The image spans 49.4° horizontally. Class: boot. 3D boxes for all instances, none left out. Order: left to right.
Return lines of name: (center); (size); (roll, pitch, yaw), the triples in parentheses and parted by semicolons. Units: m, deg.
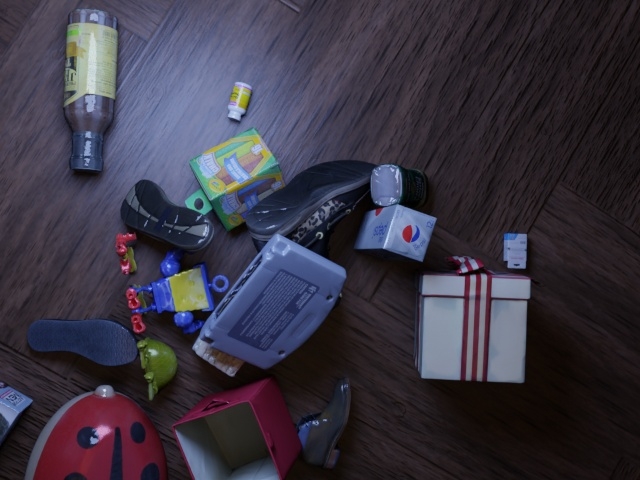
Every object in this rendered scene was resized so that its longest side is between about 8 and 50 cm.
boot: (0.000, 0.000, 1.544); (0.377, 0.138, 0.284); (-37, 131, -42)
boot: (0.001, 0.413, 1.588); (0.106, 0.082, 0.219); (13, 89, -10)

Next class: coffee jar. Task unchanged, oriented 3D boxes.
coffee jar: (0.184, -0.120, 1.574); (0.079, 0.184, 0.096); (-1, 91, 28)

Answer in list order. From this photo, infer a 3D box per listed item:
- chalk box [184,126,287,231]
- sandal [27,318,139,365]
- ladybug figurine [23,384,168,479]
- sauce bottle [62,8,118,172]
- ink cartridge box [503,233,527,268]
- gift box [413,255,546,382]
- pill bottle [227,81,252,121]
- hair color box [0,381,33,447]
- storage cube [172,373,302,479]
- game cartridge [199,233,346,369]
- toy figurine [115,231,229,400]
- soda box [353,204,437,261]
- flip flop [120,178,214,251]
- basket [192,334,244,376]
chalk box: (-0.196, -0.123, 1.520); (0.213, 0.132, 0.132); (-30, 58, -8)
sandal: (-0.512, 0.212, 1.524); (0.255, 0.054, 0.097); (9, 90, 10)
ladybug figurine: (-0.452, 0.530, 1.446); (0.305, 0.162, 0.448); (0, 83, -33)
sauce bottle: (-0.502, -0.323, 1.515); (0.112, 0.111, 0.344); (2, 87, -8)
ink cartridge box: (0.470, 0.026, 1.682); (0.048, 0.028, 0.083); (2, 89, -7)
gift box: (0.346, 0.165, 1.556); (0.277, 0.255, 0.257); (1, 91, -2)
pill bottle: (-0.187, -0.317, 1.591); (0.044, 0.043, 0.083); (16, 87, -7)
hair color box: (-0.832, 0.333, 1.461); (0.375, 0.113, 0.185); (32, 85, -7)
storage cube: (-0.170, 0.419, 1.485); (0.184, 0.193, 0.214); (-21, 91, 13)
game cartridge: (-0.089, 0.135, 1.425); (0.196, 0.060, 0.294); (30, 115, -22)
toy figurine: (-0.297, 0.141, 1.505); (0.217, 0.191, 0.362); (-13, 92, -12)
soda box: (0.154, -0.012, 1.510); (0.091, 0.286, 0.098); (18, 87, -9)
flip flop: (-0.328, -0.045, 1.503); (0.277, 0.080, 0.112); (24, 78, 30)
basket: (-0.196, 0.207, 1.553); (0.113, 0.103, 0.167); (34, 84, -7)
